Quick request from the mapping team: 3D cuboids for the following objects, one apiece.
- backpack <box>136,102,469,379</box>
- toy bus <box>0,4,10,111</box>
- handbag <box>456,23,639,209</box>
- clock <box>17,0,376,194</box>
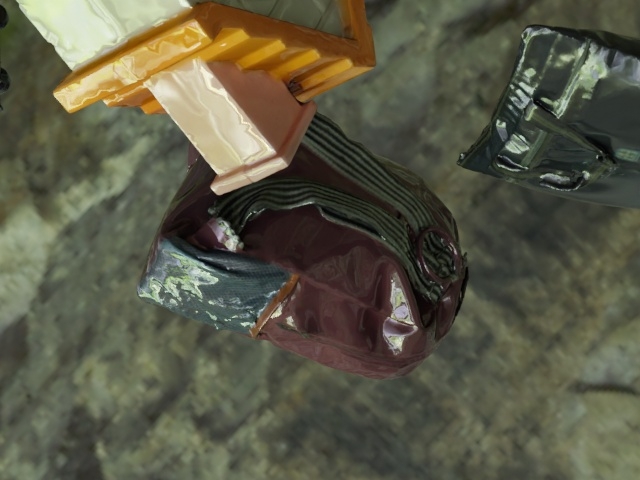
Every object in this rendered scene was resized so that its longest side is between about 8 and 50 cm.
[{"bbox_3d":[0.000,0.000,1.355,0.197,0.317,0.283,121,-11,-45],"label":"backpack"},{"bbox_3d":[-0.292,-0.166,1.084,0.060,0.074,0.123,83,1,-73],"label":"toy bus"},{"bbox_3d":[0.230,-0.091,1.067,0.254,0.211,0.089,103,-4,-70],"label":"handbag"},{"bbox_3d":[-0.071,-0.165,0.602,0.106,0.255,0.220,-20,-149,36],"label":"clock"}]
